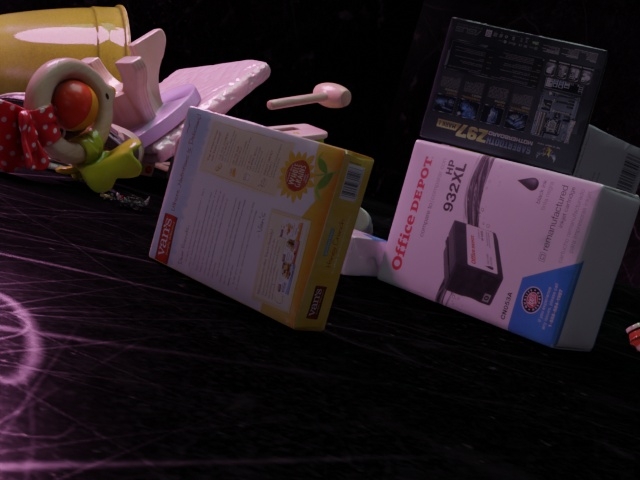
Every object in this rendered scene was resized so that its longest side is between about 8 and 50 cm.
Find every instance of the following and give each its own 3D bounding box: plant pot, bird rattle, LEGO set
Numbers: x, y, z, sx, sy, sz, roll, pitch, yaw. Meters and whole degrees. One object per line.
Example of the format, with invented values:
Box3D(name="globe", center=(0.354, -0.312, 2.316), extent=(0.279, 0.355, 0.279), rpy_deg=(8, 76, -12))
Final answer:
Box3D(name="plant pot", center=(-0.661, -0.393, 2.114), extent=(0.353, 0.366, 0.366), rpy_deg=(1, 11, -22))
Box3D(name="bird rattle", center=(-0.406, -0.183, 1.384), extent=(0.143, 0.206, 0.254), rpy_deg=(-3, -17, 40))
Box3D(name="LEGO set", center=(-0.291, -0.058, 1.331), extent=(0.083, 0.023, 0.054), rpy_deg=(3, -7, 44))

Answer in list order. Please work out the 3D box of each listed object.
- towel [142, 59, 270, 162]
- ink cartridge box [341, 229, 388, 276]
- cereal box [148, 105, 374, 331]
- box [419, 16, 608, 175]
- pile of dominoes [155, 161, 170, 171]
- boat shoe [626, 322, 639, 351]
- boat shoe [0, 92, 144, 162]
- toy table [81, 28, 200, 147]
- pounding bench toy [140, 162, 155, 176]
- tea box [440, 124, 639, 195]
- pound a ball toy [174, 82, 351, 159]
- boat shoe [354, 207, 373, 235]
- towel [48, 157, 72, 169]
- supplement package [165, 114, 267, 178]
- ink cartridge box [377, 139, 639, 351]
Box3D(name="towel", center=(-0.306, -0.266, 1.853), extent=(0.317, 0.332, 0.053), rpy_deg=(5, -47, 46))
Box3D(name="ink cartridge box", center=(0.000, 0.000, 1.360), extent=(0.180, 0.060, 0.104), rpy_deg=(20, 8, 33))
Box3D(name="cereal box", center=(-0.069, -0.029, 0.891), extent=(0.240, 0.173, 0.047), rpy_deg=(22, 8, 42))
Box3D(name="box", center=(0.281, -0.211, 1.305), extent=(0.233, 0.183, 0.059), rpy_deg=(16, 6, 16))
Box3D(name="pile of dominoes", center=(-0.305, -0.164, 2.338), extent=(0.196, 0.040, 0.251), rpy_deg=(21, 16, 37))
Box3D(name="boat shoe", center=(0.530, 0.159, 1.420), extent=(0.137, 0.049, 0.043), rpy_deg=(13, 48, -50))
Box3D(name="boat shoe", center=(-0.454, -0.193, 1.565), extent=(0.285, 0.102, 0.092), rpy_deg=(21, 3, -2))
Box3D(name="toy table", center=(-0.374, -0.274, 1.702), extent=(0.252, 0.160, 0.274), rpy_deg=(2, 39, 43))
Box3D(name="pounding bench toy", center=(-0.411, -0.176, 1.953), extent=(0.065, 0.052, 0.083), rpy_deg=(21, 8, 38))
Box3D(name="tea box", center=(0.379, -0.062, 1.671), extent=(0.220, 0.328, 0.324), rpy_deg=(13, 7, -39))
Box3D(name="pound a ball toy", center=(-0.108, -0.184, 1.652), extent=(0.319, 0.208, 0.136), rpy_deg=(-12, 23, -34))
Box3D(name="boat shoe", center=(-0.004, -0.040, 1.744), extent=(0.228, 0.079, 0.081), rpy_deg=(14, -19, 21))
Box3D(name="towel", center=(-0.482, -0.143, 1.584), extent=(0.152, 0.023, 0.113), rpy_deg=(11, 7, -40))
Box3D(name="supplement package", center=(-0.177, -0.167, 1.884), extent=(0.175, 0.177, 0.293), rpy_deg=(14, 6, -34))
Box3D(name="ink cartridge box", center=(0.256, 0.000, 1.261), extent=(0.307, 0.223, 0.129), rpy_deg=(21, 8, 41))
